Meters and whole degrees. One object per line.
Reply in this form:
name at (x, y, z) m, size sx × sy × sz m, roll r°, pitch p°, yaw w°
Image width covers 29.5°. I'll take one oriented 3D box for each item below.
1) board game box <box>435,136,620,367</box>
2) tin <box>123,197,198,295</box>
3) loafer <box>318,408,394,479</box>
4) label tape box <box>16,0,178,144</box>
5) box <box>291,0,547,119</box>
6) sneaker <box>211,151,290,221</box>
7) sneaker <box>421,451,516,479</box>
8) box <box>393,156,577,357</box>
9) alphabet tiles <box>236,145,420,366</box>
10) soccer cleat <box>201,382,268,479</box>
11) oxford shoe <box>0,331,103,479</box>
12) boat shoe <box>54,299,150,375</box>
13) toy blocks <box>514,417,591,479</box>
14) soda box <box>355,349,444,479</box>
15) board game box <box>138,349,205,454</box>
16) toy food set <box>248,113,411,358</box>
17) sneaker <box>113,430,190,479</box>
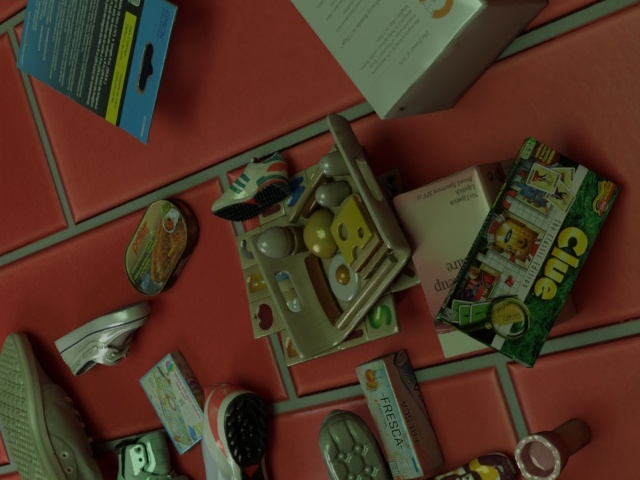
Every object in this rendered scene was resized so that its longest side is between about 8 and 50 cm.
board game box at (0.261, 0.014, 1.521) m, size 0.136 × 0.030 × 0.259 m, roll 28°, pitch 82°, yaw -8°
tin at (-0.272, 0.010, 2.070) m, size 0.106 × 0.040 × 0.189 m, roll 44°, pitch 124°, yaw 18°
loafer at (0.080, 0.403, 1.844) m, size 0.112 × 0.111 × 0.319 m, roll -17°, pitch 101°, yaw -1°
label tape box at (-0.340, -0.336, 1.999) m, size 0.334 × 0.106 × 0.240 m, roll 31°, pitch 119°, yaw 28°
box at (0.091, -0.362, 1.609) m, size 0.215 × 0.168 × 0.345 m, roll -47°, pitch 70°, yaw 35°
sneaker at (-0.107, -0.085, 1.901) m, size 0.161 × 0.057 × 0.075 m, roll -25°, pitch 53°, yaw 41°
sneaker at (0.196, 0.360, 1.743) m, size 0.185 × 0.084 × 0.069 m, roll -33°, pitch 79°, yaw 39°
box at (0.218, 0.022, 1.621) m, size 0.149 × 0.127 × 0.232 m, roll -20°, pitch 87°, yaw 39°
alphabet tiles at (0.005, 0.026, 1.827) m, size 0.343 × 0.011 × 0.285 m, roll -22°, pitch 74°, yaw 40°
soccer cleat at (-0.146, 0.390, 2.025) m, size 0.116 × 0.109 × 0.318 m, roll 18°, pitch 113°, yaw 54°
oxford shoe at (-0.503, 0.369, 2.287) m, size 0.449 × 0.130 × 0.169 m, roll 61°, pitch 139°, yaw 30°
boat shoe at (-0.378, 0.179, 2.156) m, size 0.267 × 0.096 × 0.088 m, roll -26°, pitch 88°, yaw 40°
toy blocks at (0.318, 0.442, 1.552) m, size 0.289 × 0.260 × 0.309 m, roll 33°, pitch 119°, yaw 28°
soda box at (0.118, 0.259, 1.797) m, size 0.058 × 0.063 × 0.183 m, roll -20°, pitch 88°, yaw 39°
board game box at (-0.245, 0.282, 2.115) m, size 0.103 × 0.026 × 0.154 m, roll -41°, pitch 74°, yaw 37°
toy food set at (0.000, 0.000, 1.720) m, size 0.219 × 0.092 × 0.306 m, roll 65°, pitch 145°, yaw 24°
sneaker at (-0.267, 0.417, 2.121) m, size 0.256 × 0.094 × 0.151 m, roll 5°, pitch 100°, yaw 37°
